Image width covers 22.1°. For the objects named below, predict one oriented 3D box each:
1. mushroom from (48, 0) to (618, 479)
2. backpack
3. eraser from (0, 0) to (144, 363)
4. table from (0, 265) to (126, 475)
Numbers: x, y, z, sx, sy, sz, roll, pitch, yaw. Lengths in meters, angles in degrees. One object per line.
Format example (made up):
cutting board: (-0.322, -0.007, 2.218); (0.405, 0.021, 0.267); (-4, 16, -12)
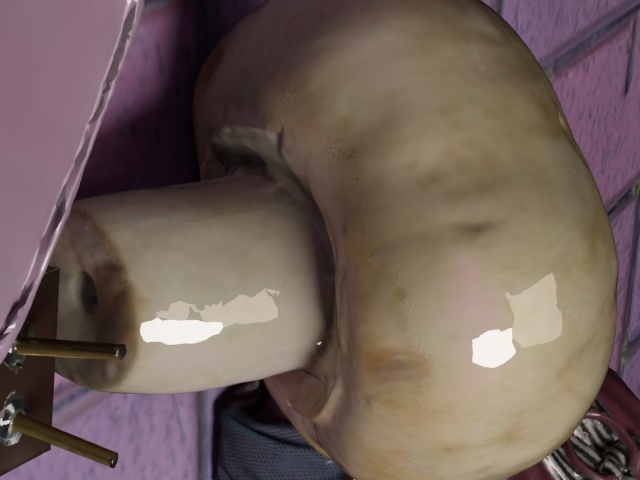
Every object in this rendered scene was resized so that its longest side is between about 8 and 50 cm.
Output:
mushroom: (0.033, -0.003, 1.041); (0.353, 0.325, 0.353); (-7, 99, -56)
backpack: (0.110, 0.158, 1.286); (0.283, 0.317, 0.197); (-40, 141, -47)
eraser: (-0.197, -0.090, 0.560); (0.359, 0.122, 0.272); (32, 75, -69)
table: (-0.207, 0.103, 0.879); (0.240, 0.111, 0.121); (-26, 126, -56)
